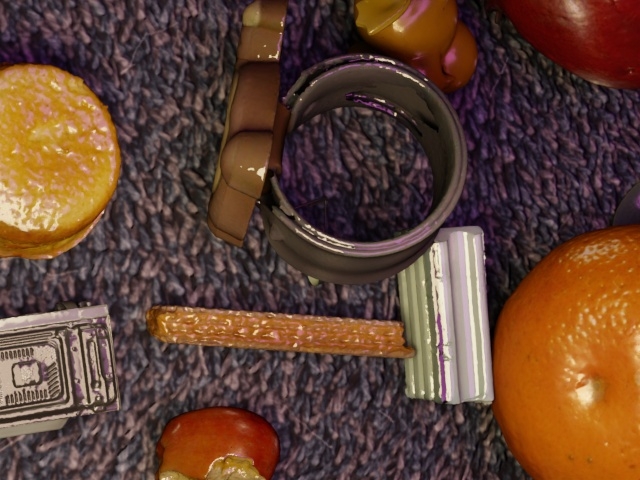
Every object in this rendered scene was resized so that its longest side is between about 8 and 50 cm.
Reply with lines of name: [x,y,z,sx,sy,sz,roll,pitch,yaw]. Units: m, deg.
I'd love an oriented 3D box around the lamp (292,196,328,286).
lamp: [0.001,0.001,1.881,0.054,0.041,0.121,-16,96,-28]

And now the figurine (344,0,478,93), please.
figurine: [0.130,-0.301,1.854,0.215,0.228,0.215,0,54,1]

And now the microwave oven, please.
microwave oven: [-0.376,0.167,1.687,0.208,0.122,0.162,-7,89,-20]

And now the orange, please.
orange: [0.448,0.186,1.848,0.326,0.424,0.424,1,86,-55]

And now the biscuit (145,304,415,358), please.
biscuit: [-0.053,0.128,1.822,0.378,0.094,0.054,5,85,-19]

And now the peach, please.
peach: [0.413,-0.435,1.887,0.416,0.353,0.339,40,72,-10]

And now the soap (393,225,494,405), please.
soap: [0.178,0.109,1.877,0.094,0.150,0.261,-5,89,-17]

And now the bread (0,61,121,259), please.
bread: [-0.374,-0.108,1.691,0.268,0.145,0.268,1,87,-24]

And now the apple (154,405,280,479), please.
apple: [-0.142,0.293,1.752,0.158,0.156,0.147,20,64,-8]

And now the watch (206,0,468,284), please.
watch: [0.030,-0.125,1.741,0.326,0.314,0.335,10,73,-5]

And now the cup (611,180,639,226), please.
cup: [0.577,-0.006,2.028,0.150,0.199,0.199,46,73,-31]
